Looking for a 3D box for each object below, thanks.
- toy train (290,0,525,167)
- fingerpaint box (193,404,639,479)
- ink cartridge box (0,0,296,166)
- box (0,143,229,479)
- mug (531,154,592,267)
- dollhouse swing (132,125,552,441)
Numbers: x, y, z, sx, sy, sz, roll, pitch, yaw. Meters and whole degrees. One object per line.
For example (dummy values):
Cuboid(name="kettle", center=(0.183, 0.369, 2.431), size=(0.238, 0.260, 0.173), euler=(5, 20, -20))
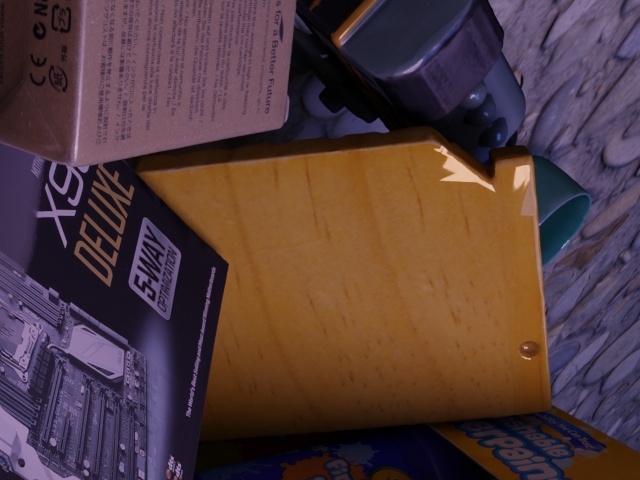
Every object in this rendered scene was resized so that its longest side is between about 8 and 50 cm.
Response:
Cuboid(name="toy train", center=(0.063, -0.151, 1.105), size=(0.142, 0.190, 0.334), euler=(-45, 155, 0))
Cuboid(name="fingerpaint box", center=(0.022, 0.227, 1.132), size=(0.371, 0.445, 0.163), euler=(-9, 103, -18))
Cuboid(name="ink cartridge box", center=(-0.099, -0.175, 0.833), size=(0.193, 0.088, 0.235), euler=(-17, 118, -53))
Cuboid(name="box", center=(-0.172, 0.061, 0.856), size=(0.076, 0.307, 0.242), euler=(-24, 127, 25))
Cuboid(name="mug", center=(0.229, -0.025, 1.670), size=(0.129, 0.097, 0.158), euler=(-3, 133, -56))
Cuboid(name="dollhouse swing", center=(0.000, 0.000, 1.188), size=(0.346, 0.305, 0.315), euler=(-5, 120, 6))
